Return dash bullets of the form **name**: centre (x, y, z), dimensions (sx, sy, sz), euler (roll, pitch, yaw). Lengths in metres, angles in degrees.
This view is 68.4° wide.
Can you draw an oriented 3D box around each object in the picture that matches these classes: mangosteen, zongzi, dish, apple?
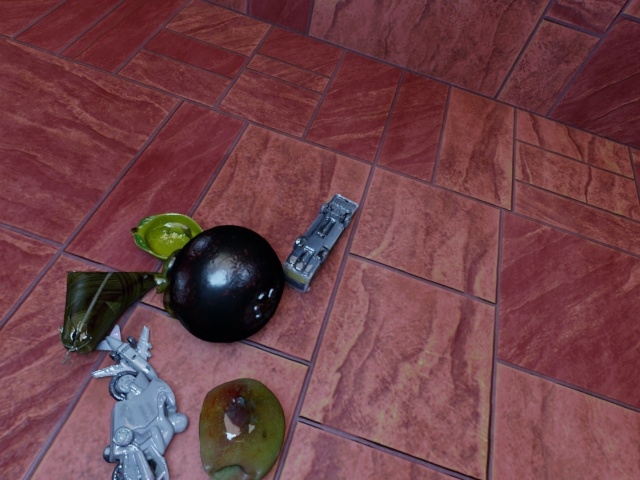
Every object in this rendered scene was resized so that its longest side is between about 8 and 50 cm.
- **mangosteen**: centre (-0.239, 0.100, 1.175), dimensions (0.296, 0.297, 0.313), euler (-18, 25, -24)
- **zongzi**: centre (-0.491, 0.164, 1.143), dimensions (0.240, 0.111, 0.248), euler (-5, 40, -18)
- **dish**: centre (-0.420, 0.004, 1.319), dimensions (0.207, 0.080, 0.149), euler (9, 56, -8)
- **apple**: centre (-0.166, 0.411, 1.019), dimensions (0.207, 0.173, 0.188), euler (44, 17, -35)

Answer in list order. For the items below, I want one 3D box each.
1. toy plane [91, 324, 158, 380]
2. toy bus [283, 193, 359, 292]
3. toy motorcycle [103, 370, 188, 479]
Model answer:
- **toy plane**: centre (-0.453, 0.277, 1.121), dimensions (0.171, 0.066, 0.162), euler (30, 50, 15)
- **toy bus**: centre (0.000, 0.000, 1.385), dimensions (0.097, 0.138, 0.343), euler (29, 52, 7)
- **toy motorcycle**: centre (-0.369, 0.400, 1.016), dimensions (0.170, 0.110, 0.260), euler (5, 49, -32)
